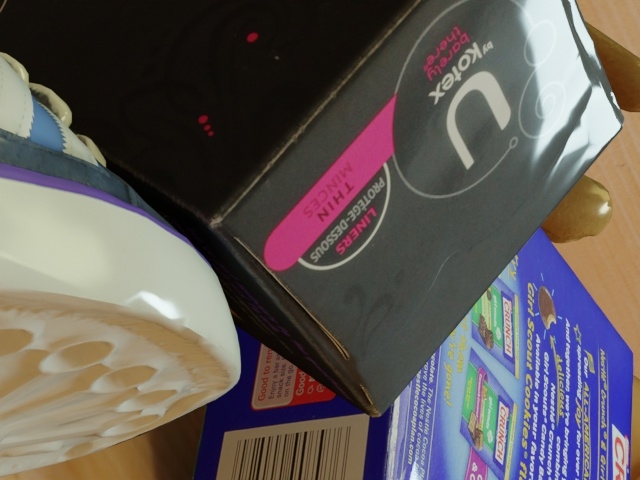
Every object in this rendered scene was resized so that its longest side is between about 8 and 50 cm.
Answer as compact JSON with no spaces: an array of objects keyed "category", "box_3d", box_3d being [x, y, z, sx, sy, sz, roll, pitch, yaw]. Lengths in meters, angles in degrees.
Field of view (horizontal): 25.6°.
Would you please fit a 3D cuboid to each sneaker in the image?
[{"category":"sneaker","box_3d":[-0.143,-0.067,0.409,0.323,0.130,0.236,32,36,-63]}]

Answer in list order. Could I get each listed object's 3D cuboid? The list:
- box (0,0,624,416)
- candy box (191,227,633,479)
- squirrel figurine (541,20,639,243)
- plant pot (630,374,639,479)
[{"category":"box","box_3d":[-0.042,-0.078,0.581,0.270,0.165,0.143,30,-16,40]},{"category":"candy box","box_3d":[0.071,0.114,0.792,0.317,0.122,0.268,46,42,-44]},{"category":"squirrel figurine","box_3d":[0.108,-0.104,1.436,0.397,0.370,0.281,34,13,-4]},{"category":"plant pot","box_3d":[0.286,0.253,1.573,0.203,0.291,0.291,48,6,10]}]
